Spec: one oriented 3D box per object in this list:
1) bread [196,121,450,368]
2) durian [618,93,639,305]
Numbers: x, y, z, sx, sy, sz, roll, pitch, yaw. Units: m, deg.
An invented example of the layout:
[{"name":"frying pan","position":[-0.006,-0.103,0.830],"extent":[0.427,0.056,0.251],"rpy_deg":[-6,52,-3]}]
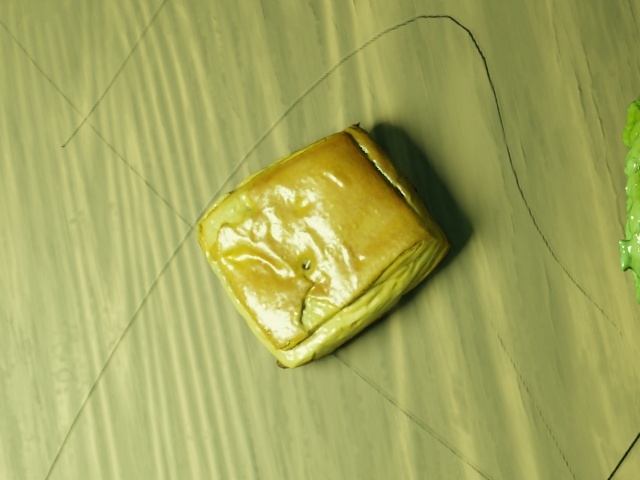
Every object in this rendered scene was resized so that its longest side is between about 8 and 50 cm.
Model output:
[{"name":"bread","position":[0.000,0.000,1.747],"extent":[0.235,0.099,0.210],"rpy_deg":[-36,79,2]},{"name":"durian","position":[0.418,-0.023,1.628],"extent":[0.204,0.255,0.340],"rpy_deg":[-14,70,45]}]
